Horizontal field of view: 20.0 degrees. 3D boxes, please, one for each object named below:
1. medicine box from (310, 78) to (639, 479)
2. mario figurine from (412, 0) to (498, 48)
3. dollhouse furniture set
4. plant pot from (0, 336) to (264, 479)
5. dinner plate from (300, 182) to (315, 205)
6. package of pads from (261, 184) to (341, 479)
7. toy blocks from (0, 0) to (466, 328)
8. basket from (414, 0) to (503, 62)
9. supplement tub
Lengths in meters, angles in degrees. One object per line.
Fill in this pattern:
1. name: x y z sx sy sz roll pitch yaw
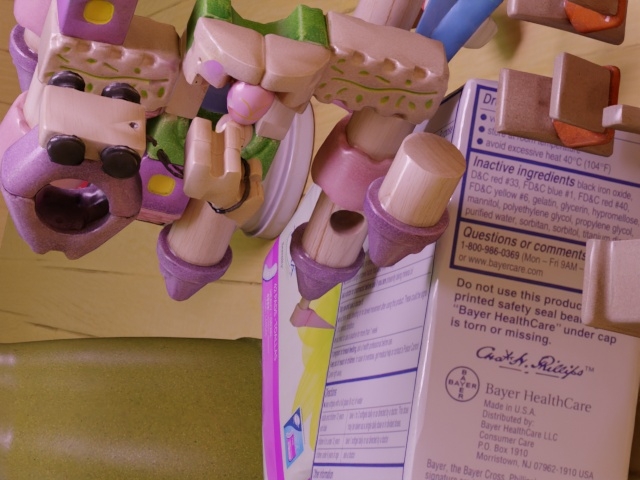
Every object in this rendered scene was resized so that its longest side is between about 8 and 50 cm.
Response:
1. medicine box: 0.110 0.060 1.260 0.263 0.149 0.289 154 127 -75
2. mario figurine: 0.129 -0.268 1.565 0.198 0.170 0.320 65 169 -2
3. dollhouse furniture set: 0.232 -0.068 1.036 0.262 0.135 0.259 -6 76 58
4. plant pot: -0.203 0.240 1.741 0.366 0.353 0.366 -167 90 -71
5. dinner plate: 0.000 0.000 1.835 0.141 0.017 0.141 -167 90 -71
6. package of pads: 0.029 0.075 1.585 0.229 0.101 0.296 125 150 -47
7. toy blocks: -0.078 -0.042 1.193 0.309 0.289 0.260 -96 25 -47
8. basket: 0.159 -0.275 1.274 0.289 0.201 0.255 -63 10 -27
9. supplement tub: -0.163 -0.111 1.969 0.191 0.272 0.191 -167 90 -70
